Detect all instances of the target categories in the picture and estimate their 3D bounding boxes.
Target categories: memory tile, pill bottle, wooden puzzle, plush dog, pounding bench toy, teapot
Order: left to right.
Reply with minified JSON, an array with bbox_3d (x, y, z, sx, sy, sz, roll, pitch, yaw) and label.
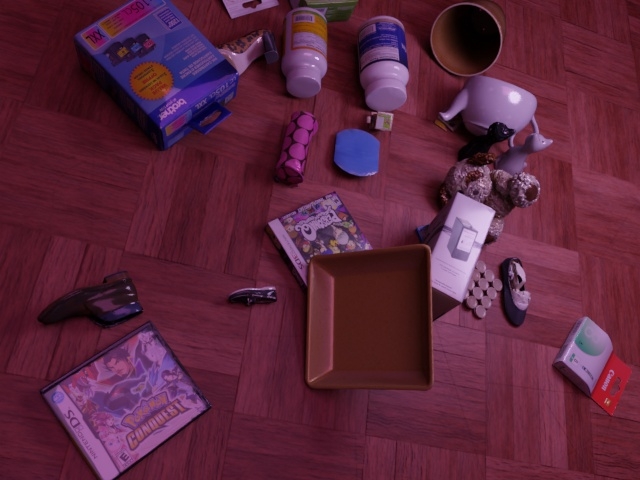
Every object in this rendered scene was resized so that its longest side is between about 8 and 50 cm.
[{"bbox_3d":[-0.048,-0.553,1.824,0.136,0.136,0.245,8,65,-16],"label":"pill bottle"},{"bbox_3d":[0.167,-0.362,1.853,0.083,0.065,0.052,5,98,-17],"label":"pounding bench toy"},{"bbox_3d":[0.193,-0.543,1.895,0.153,0.153,0.264,6,66,-17],"label":"pill bottle"},{"bbox_3d":[0.422,-0.394,1.989,0.078,0.014,0.116,41,60,1],"label":"wooden puzzle"},{"bbox_3d":[0.457,0.139,1.760,0.113,0.012,0.148,46,60,-7],"label":"memory tile"},{"bbox_3d":[0.474,-0.152,1.808,0.225,0.262,0.210,33,27,-14],"label":"plush dog"},{"bbox_3d":[0.545,-0.393,1.937,0.256,0.252,0.187,25,101,30],"label":"teapot"}]

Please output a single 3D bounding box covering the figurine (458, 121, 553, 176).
[{"bbox_3d":[0.568,-0.281,1.878,0.215,0.209,0.092,11,65,-15],"label":"figurine"}]

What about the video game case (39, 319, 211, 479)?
[{"bbox_3d":[-0.423,0.351,1.353,0.275,0.035,0.248,-34,81,-28],"label":"video game case"}]

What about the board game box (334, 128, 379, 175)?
[{"bbox_3d":[0.104,-0.252,1.806,0.133,0.033,0.168,11,59,-9],"label":"board game box"}]

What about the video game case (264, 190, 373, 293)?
[{"bbox_3d":[0.000,0.000,1.652,0.232,0.042,0.210,-27,80,-27],"label":"video game case"}]

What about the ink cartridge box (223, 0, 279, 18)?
[{"bbox_3d":[-0.263,-0.816,1.925,0.189,0.066,0.232,-28,100,-28],"label":"ink cartridge box"}]

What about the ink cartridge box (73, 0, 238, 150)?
[{"bbox_3d":[-0.404,-0.431,1.618,0.270,0.151,0.395,-43,88,-19],"label":"ink cartridge box"}]

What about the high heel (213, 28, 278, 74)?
[{"bbox_3d":[-0.258,-0.559,1.808,0.261,0.093,0.186,-9,41,-5],"label":"high heel"}]

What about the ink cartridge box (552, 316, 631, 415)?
[{"bbox_3d":[0.802,0.361,1.771,0.225,0.056,0.181,41,61,3],"label":"ink cartridge box"}]

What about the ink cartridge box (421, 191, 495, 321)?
[{"bbox_3d":[0.332,0.047,1.639,0.121,0.211,0.289,27,65,0],"label":"ink cartridge box"}]

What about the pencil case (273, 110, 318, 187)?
[{"bbox_3d":[-0.064,-0.256,1.717,0.095,0.098,0.209,-1,59,29],"label":"pencil case"}]

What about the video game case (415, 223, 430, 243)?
[{"bbox_3d":[0.359,0.024,1.783,0.119,0.015,0.166,-17,74,-24],"label":"video game case"}]

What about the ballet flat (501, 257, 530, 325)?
[{"bbox_3d":[0.567,0.140,1.774,0.074,0.074,0.203,6,66,-17],"label":"ballet flat"}]

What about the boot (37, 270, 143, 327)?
[{"bbox_3d":[-0.510,0.158,1.381,0.219,0.082,0.106,-28,76,-29],"label":"boot"}]

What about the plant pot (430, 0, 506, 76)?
[{"bbox_3d":[0.527,-0.709,2.064,0.237,0.237,0.254,41,46,2],"label":"plant pot"}]

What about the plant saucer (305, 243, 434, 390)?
[{"bbox_3d":[0.127,0.191,1.486,0.081,0.333,0.332,23,65,-56],"label":"plant saucer"}]

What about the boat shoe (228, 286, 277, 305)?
[{"bbox_3d":[-0.167,0.143,1.531,0.125,0.046,0.038,-3,63,-29],"label":"boat shoe"}]

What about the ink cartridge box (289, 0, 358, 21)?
[{"bbox_3d":[-0.018,-0.835,1.981,0.189,0.097,0.255,-14,73,-24],"label":"ink cartridge box"}]
